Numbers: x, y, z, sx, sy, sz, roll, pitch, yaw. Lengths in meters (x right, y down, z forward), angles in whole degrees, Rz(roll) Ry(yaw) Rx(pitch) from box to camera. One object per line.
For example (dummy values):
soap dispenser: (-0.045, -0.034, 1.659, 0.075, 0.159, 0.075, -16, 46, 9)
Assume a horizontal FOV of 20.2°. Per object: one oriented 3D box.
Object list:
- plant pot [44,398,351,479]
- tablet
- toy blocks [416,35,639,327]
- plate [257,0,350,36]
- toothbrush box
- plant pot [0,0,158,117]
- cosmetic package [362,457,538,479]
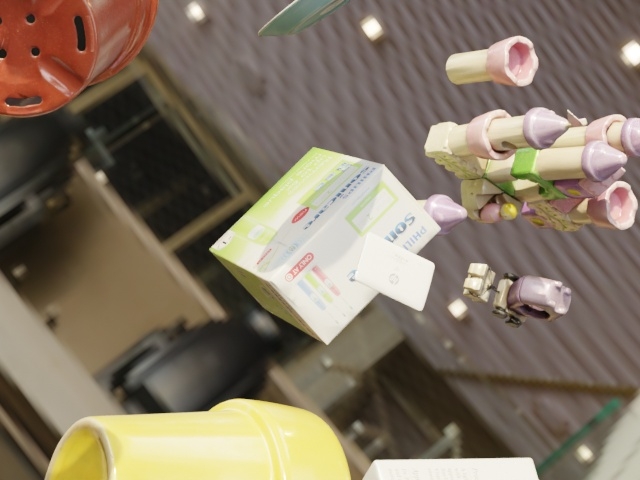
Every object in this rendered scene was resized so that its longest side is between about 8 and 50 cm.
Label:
plant pot: (-0.134, 0.271, 1.749, 0.254, 0.239, 0.254, -28, -124, 52)
tablet: (0.075, 0.031, 1.800, 0.083, 0.054, 0.006, 26, -23, -22)
toy blocks: (0.307, -0.075, 2.345, 0.289, 0.309, 0.260, 32, -22, -36)
plate: (0.013, -0.274, 2.016, 0.024, 0.188, 0.188, 56, -23, -1)
toothbrush box: (0.000, 0.000, 2.315, 0.122, 0.206, 0.283, 48, -8, -19)
plant pot: (-0.356, -0.284, 2.242, 0.272, 0.272, 0.265, 60, 13, -17)
cosmetic package: (0.131, 0.325, 1.846, 0.151, 0.184, 0.151, 116, -30, -47)
